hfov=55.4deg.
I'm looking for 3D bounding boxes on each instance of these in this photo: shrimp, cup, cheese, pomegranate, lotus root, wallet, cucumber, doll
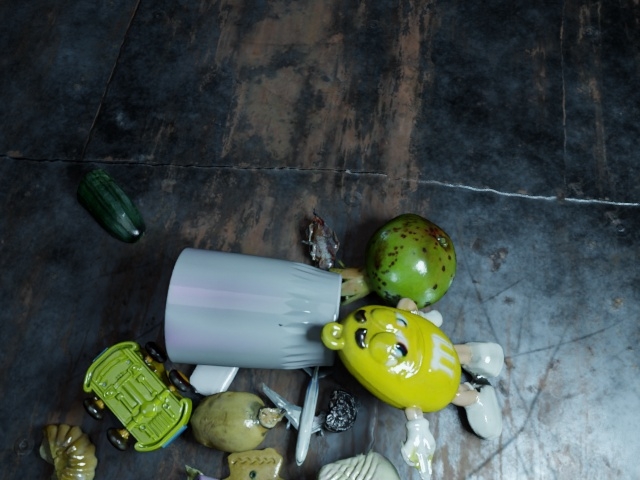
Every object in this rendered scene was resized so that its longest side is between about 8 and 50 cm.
[{"bbox_3d":[0.000,0.000,1.527,0.075,0.073,0.190,1,66,-44],"label":"shrimp"},{"bbox_3d":[-0.145,0.152,1.327,0.372,0.253,0.253,4,64,3],"label":"cup"},{"bbox_3d":[-0.264,0.521,1.302,0.060,0.041,0.084,-3,84,10],"label":"cheese"},{"bbox_3d":[0.174,0.048,1.427,0.286,0.231,0.231,-4,60,35],"label":"pomegranate"},{"bbox_3d":[-0.181,0.389,1.313,0.221,0.118,0.125,-4,89,20],"label":"lotus root"},{"bbox_3d":[-0.231,0.276,1.425,0.095,0.033,0.190,22,67,16],"label":"wallet"},{"bbox_3d":[-0.552,-0.090,1.618,0.244,0.063,0.115,41,74,19],"label":"cucumber"},{"bbox_3d":[0.218,0.279,1.250,0.423,0.161,0.348,-9,67,-43],"label":"doll"}]

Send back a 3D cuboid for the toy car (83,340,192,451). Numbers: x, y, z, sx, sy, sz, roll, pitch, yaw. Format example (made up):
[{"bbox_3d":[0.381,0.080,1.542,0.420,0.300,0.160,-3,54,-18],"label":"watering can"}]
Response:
[{"bbox_3d":[-0.392,0.344,1.344,0.200,0.142,0.248,-40,77,-12],"label":"toy car"}]

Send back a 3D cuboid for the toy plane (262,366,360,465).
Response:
[{"bbox_3d":[-0.026,0.379,1.345,0.226,0.058,0.226,13,69,-2],"label":"toy plane"}]

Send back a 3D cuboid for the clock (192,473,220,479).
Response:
[{"bbox_3d":[-0.218,0.587,1.150,0.090,0.248,0.227,27,77,-22],"label":"clock"}]

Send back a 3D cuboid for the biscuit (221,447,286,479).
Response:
[{"bbox_3d":[-0.142,0.552,1.281,0.166,0.036,0.225,1,64,3],"label":"biscuit"}]

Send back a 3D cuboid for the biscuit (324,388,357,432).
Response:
[{"bbox_3d":[0.040,0.372,1.327,0.087,0.027,0.089,-20,84,-29],"label":"biscuit"}]

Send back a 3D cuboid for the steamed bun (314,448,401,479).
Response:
[{"bbox_3d":[0.031,0.571,1.156,0.320,0.206,0.275,-20,32,-8],"label":"steamed bun"}]

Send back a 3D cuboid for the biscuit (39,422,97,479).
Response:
[{"bbox_3d":[-0.555,0.479,1.336,0.118,0.061,0.183,-22,64,-8],"label":"biscuit"}]
